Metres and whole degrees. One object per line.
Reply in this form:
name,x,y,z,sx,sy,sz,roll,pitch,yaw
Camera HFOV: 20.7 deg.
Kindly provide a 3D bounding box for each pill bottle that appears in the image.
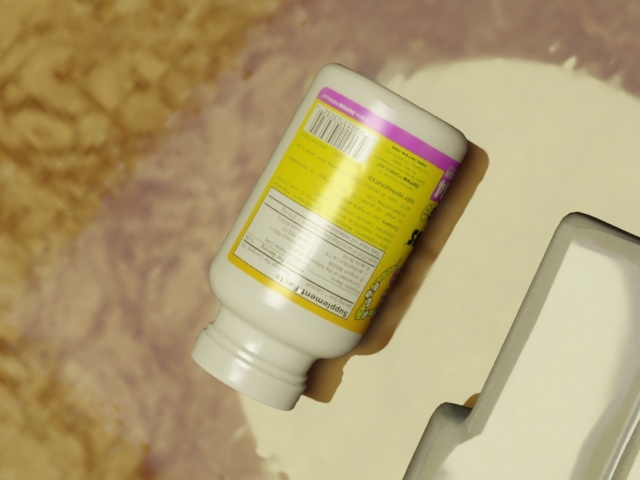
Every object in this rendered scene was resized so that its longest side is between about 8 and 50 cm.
pill bottle,0.000,0.000,0.445,0.043,0.043,0.083,31,94,12

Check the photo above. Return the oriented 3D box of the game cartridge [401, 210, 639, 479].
game cartridge,0.081,0.196,0.412,0.230,0.068,0.355,26,93,16
